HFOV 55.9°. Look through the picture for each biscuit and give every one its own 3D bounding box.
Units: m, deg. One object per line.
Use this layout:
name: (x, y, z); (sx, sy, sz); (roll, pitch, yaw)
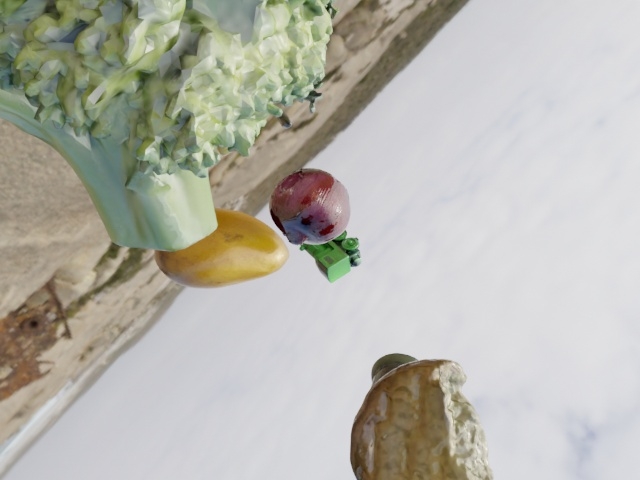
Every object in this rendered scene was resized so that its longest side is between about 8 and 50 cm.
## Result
biscuit: (0.152, 0.324, 0.922); (0.213, 0.274, 0.091); (-14, 170, 25)

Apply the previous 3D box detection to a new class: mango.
mango: (-0.161, 0.015, 0.994); (0.112, 0.219, 0.145); (103, -13, -48)

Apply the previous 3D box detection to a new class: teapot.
teapot: (0.243, 0.542, 1.856); (0.200, 0.270, 0.337); (-50, -177, 31)

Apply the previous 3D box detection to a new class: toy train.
toy train: (0.000, 0.000, 1.499); (0.119, 0.251, 0.085); (-31, 138, -20)

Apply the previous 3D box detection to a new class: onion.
onion: (-0.016, -0.049, 0.923); (0.131, 0.131, 0.131); (-46, -173, 8)

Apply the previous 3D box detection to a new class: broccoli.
broccoli: (-0.142, -0.119, 0.401); (0.375, 0.302, 0.249); (-23, -164, -22)

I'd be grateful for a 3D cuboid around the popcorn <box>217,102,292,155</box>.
popcorn: (-0.186, -0.303, 1.010); (0.281, 0.316, 0.297); (-8, 145, -16)
